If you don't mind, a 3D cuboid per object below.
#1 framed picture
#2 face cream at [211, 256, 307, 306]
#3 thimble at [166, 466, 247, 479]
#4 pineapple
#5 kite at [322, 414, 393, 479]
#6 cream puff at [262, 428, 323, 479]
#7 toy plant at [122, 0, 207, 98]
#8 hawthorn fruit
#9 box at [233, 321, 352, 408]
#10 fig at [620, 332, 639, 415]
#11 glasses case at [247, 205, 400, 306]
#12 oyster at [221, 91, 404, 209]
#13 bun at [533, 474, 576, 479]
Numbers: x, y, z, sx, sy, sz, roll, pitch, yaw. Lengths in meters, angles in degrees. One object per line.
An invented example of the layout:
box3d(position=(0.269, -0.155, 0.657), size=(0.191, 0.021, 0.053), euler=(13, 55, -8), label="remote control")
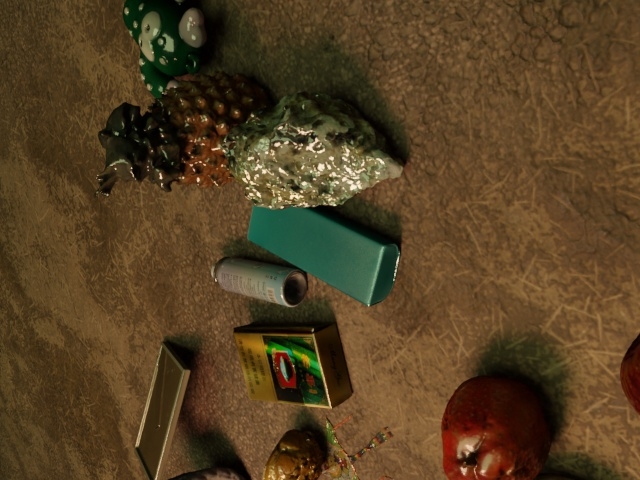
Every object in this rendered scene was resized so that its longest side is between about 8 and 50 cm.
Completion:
box3d(position=(-0.380, 0.407, 1.591), size=(0.211, 0.020, 0.289), euler=(21, 98, 61), label="framed picture")
box3d(position=(-0.133, 0.076, 1.335), size=(0.229, 0.075, 0.075), euler=(9, 111, 40), label="face cream")
box3d(position=(-0.275, 0.636, 1.550), size=(0.172, 0.236, 0.205), euler=(-26, 62, 41), label="thimble")
box3d(position=(-0.254, -0.173, 1.164), size=(0.223, 0.357, 0.223), euler=(18, 118, 36), label="pineapple")
box3d(position=(0.070, 0.428, 1.320), size=(0.198, 0.006, 0.244), euler=(57, 133, 12), label="kite")
box3d(position=(-0.049, 0.456, 1.350), size=(0.103, 0.144, 0.126), euler=(20, 139, 22), label="cream puff")
box3d(position=(-0.296, -0.397, 1.295), size=(0.232, 0.112, 0.243), euler=(-38, 72, 48), label="toy plant")
box3d(position=(0.250, 0.291, 0.995), size=(0.173, 0.179, 0.173), euler=(28, 145, 21), label="hawthorn fruit")
box3d(position=(-0.061, 0.240, 1.329), size=(0.240, 0.071, 0.159), euler=(-7, 97, 43), label="box")
box3d(position=(0.463, 0.161, 0.772), size=(0.207, 0.175, 0.175), euler=(28, 123, 15), label="fig")
box3d(position=(0.001, -0.002, 1.197), size=(0.301, 0.070, 0.117), euler=(29, 116, 34), label="glasses case")
box3d(position=(-0.016, -0.145, 1.083), size=(0.267, 0.112, 0.198), euler=(-20, 94, 12), label="oyster")
box3d(position=(0.349, 0.481, 0.986), size=(0.259, 0.152, 0.259), euler=(16, 114, 41), label="bun")
